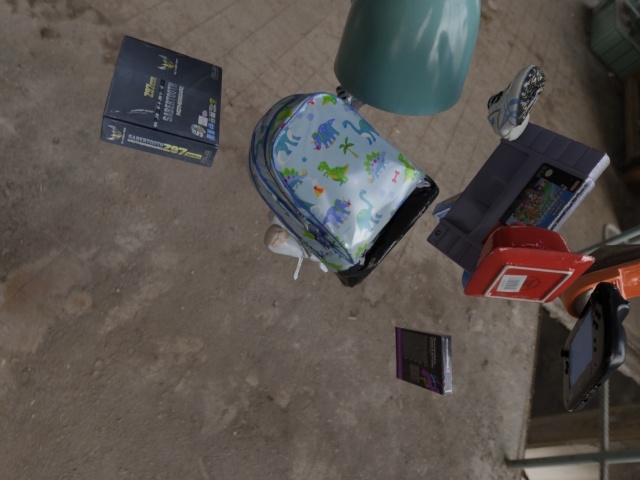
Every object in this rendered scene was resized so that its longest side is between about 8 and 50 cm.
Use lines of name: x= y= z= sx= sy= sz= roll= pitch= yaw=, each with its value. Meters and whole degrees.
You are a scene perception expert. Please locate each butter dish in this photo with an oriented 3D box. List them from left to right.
butter dish: x=0.330 y=0.024 z=0.772 sx=0.160 sy=0.160 sz=0.118 roll=5 pitch=57 yaw=0

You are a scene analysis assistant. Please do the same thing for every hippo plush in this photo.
hippo plush: x=0.000 y=0.000 z=1.254 sx=0.234 sy=0.236 sz=0.294 roll=-10 pitch=111 yaw=-36

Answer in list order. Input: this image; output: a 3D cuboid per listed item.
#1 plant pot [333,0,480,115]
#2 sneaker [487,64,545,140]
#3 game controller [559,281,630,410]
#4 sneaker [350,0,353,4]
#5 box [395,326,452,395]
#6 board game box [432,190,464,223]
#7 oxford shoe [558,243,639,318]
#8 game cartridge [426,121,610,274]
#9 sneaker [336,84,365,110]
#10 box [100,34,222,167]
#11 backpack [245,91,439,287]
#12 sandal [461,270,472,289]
plant pot: x=0.187 y=-0.442 z=0.960 sx=0.293 sy=0.235 sz=0.293 roll=4 pitch=51 yaw=-5
sneaker: x=0.353 y=-0.254 z=0.870 sx=0.086 sy=0.237 sz=0.085 roll=35 pitch=91 yaw=16
game controller: x=0.514 y=0.214 z=0.898 sx=0.067 sy=0.319 sz=0.166 roll=15 pitch=60 yaw=24
sneaker: x=0.110 y=-0.671 z=1.281 sx=0.042 sy=0.067 sz=0.118 roll=-30 pitch=121 yaw=-7
box: x=0.213 y=0.246 z=0.978 sx=0.029 sy=0.162 sz=0.116 roll=1 pitch=87 yaw=-24
board game box: x=0.611 y=-0.054 z=1.652 sx=0.308 sy=0.302 sz=0.086 roll=51 pitch=40 yaw=-14
oxford shoe: x=0.665 y=0.040 z=0.965 sx=0.132 sy=0.364 sz=0.130 roll=-93 pitch=163 yaw=-57
game cartridge: x=0.423 y=-0.080 z=1.035 sx=0.068 sy=0.355 sz=0.230 roll=27 pitch=12 yaw=-40
sneaker: x=0.097 y=-0.360 z=1.212 sx=0.223 sy=0.098 sz=0.083 roll=-74 pitch=148 yaw=-80
box: x=-0.272 y=-0.249 z=0.829 sx=0.183 sy=0.059 sz=0.232 roll=11 pitch=50 yaw=-23
backpack: x=0.025 y=-0.120 z=0.909 sx=0.355 sy=0.273 sz=0.290 roll=42 pitch=84 yaw=3
sandal: x=0.414 y=0.017 z=1.254 sx=0.317 sy=0.138 sz=0.126 roll=-59 pitch=142 yaw=-43
